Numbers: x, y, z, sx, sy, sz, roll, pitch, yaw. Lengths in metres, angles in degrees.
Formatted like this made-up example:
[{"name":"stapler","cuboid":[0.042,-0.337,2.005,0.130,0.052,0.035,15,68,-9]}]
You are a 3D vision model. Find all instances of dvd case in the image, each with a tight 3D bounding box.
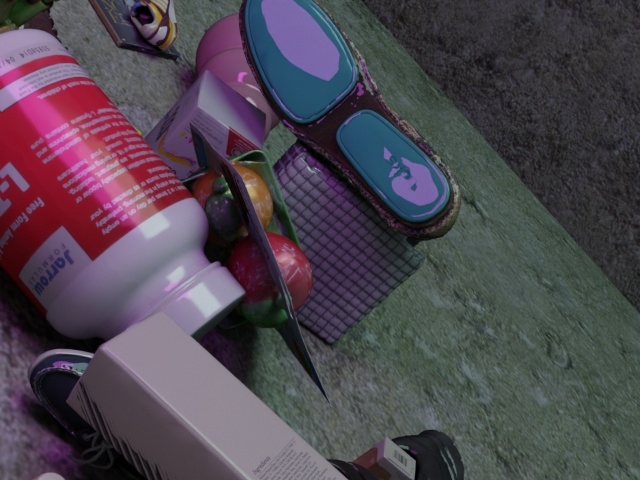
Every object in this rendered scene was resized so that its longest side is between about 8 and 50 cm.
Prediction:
[{"name":"dvd case","cuboid":[-0.384,-0.451,1.793,0.164,0.018,0.221,-1,53,-57]}]

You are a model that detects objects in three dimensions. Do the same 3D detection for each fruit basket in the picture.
[{"name":"fruit basket","cuboid":[-0.101,0.024,1.228,0.353,0.165,0.327,-124,-167,-65]}]

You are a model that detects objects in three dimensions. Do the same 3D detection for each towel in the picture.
[{"name":"towel","cuboid":[0.000,0.000,1.491,0.284,0.235,0.121,37,21,-21]}]

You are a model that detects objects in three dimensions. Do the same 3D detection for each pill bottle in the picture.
[{"name":"pill bottle","cuboid":[-0.285,-0.033,1.099,0.407,0.229,0.229,49,25,4]}]

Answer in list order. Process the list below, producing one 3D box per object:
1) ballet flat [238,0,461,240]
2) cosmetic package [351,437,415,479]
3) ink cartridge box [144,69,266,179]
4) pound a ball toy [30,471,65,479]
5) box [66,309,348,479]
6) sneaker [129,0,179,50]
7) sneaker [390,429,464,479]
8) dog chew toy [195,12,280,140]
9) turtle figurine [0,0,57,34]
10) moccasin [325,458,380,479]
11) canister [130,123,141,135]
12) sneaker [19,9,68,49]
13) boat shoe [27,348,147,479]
[{"name":"ballet flat","cuboid":[0.039,-0.186,1.428,0.483,0.164,0.182,52,-2,12]},{"name":"cosmetic package","cuboid":[0.070,0.328,1.258,0.060,0.115,0.041,40,27,-13]},{"name":"ink cartridge box","cuboid":[-0.194,-0.154,1.478,0.128,0.176,0.127,34,31,-24]},{"name":"pound a ball toy","cuboid":[-0.184,0.328,0.749,0.319,0.135,0.208,34,32,14]},{"name":"box","cuboid":[-0.113,0.205,0.927,0.275,0.094,0.113,41,28,9]},{"name":"sneaker","cuboid":[-0.331,-0.453,1.776,0.084,0.069,0.185,28,30,-47]},{"name":"sneaker","cuboid":[0.179,0.408,1.349,0.130,0.109,0.286,11,33,-42]},{"name":"dog chew toy","cuboid":[-0.147,-0.287,1.732,0.207,0.207,0.331,34,37,-25]},{"name":"turtle figurine","cuboid":[-0.455,-0.329,1.200,0.198,0.266,0.274,39,24,-51]},{"name":"moccasin","cuboid":[-0.035,0.360,1.046,0.139,0.147,0.380,40,26,19]},{"name":"canister","cuboid":[-0.356,-0.160,1.301,0.170,0.126,0.073,39,-17,-23]},{"name":"sneaker","cuboid":[-0.437,-0.303,1.424,0.162,0.106,0.281,31,40,-41]},{"name":"boat shoe","cuboid":[-0.216,0.216,1.011,0.254,0.095,0.079,46,13,-23]}]
